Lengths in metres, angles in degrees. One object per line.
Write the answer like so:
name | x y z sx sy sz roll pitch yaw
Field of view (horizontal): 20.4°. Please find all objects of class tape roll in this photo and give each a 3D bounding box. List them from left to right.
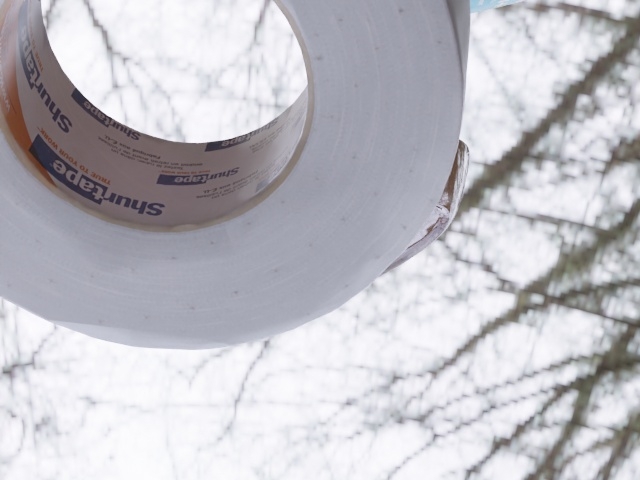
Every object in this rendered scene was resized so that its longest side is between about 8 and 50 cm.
tape roll | -0.056 -0.070 0.646 0.219 0.219 0.072 7 -150 2

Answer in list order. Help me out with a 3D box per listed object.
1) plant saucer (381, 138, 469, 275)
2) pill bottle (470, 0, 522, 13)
plant saucer | 0.000 0.000 0.871 0.168 0.168 0.029 -18 -106 -19
pill bottle | 0.153 -0.265 1.434 0.264 0.146 0.146 -16 -128 -16
